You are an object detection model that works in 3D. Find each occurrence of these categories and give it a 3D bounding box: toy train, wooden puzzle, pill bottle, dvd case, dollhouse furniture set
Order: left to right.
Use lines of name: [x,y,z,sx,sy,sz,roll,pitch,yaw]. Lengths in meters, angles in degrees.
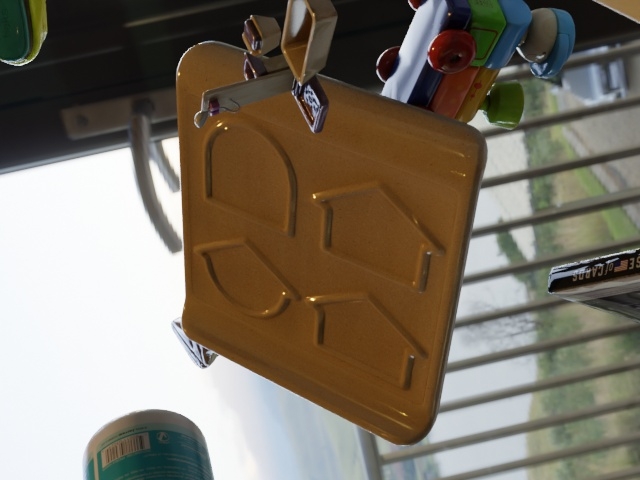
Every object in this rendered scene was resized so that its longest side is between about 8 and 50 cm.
pill bottle: [-0.174,0.316,0.960,0.264,0.146,0.146,-114,10,-53]
dollhouse furniture set: [-0.045,-0.121,0.556,0.091,0.081,0.114,64,161,20]
wooden puzzle: [0.000,0.000,0.909,0.080,0.322,0.347,-37,-38,-48]
toy train: [0.128,-0.131,0.870,0.248,0.143,0.105,113,154,-47]
dvd case: [0.347,0.053,0.779,0.179,0.239,0.029,-25,51,63]

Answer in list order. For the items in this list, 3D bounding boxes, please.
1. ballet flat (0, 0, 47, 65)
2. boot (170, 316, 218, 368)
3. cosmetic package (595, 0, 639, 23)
ballet flat: [-0.321,-0.300,0.943,0.077,0.077,0.231,-69,-17,-65]
boot: [-0.125,0.099,1.427,0.095,0.203,0.262,51,154,5]
cosmetic package: [0.358,-0.223,0.706,0.197,0.366,0.155,-42,-20,-51]
